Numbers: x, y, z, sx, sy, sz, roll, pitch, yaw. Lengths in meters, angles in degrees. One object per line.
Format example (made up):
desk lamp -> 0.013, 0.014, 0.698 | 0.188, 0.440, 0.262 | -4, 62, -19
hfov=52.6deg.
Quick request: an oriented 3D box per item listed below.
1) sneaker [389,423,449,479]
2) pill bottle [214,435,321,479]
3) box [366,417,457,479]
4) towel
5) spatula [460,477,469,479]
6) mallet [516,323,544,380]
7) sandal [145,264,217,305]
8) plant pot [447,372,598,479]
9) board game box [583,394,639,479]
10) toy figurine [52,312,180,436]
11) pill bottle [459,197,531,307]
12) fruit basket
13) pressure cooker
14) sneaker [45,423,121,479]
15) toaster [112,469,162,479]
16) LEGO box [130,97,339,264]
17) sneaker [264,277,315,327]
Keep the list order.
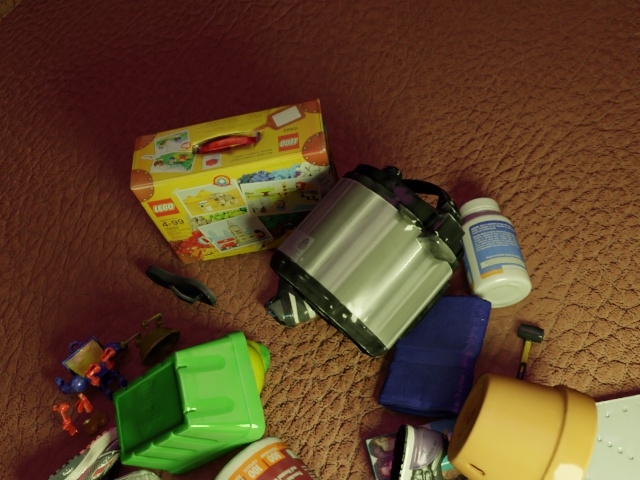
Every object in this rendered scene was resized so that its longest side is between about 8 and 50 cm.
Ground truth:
sneaker -> 0.210, 0.543, 1.375 | 0.124, 0.107, 0.283 | 12, 88, -5
pill bottle -> -0.037, 0.615, 1.332 | 0.392, 0.224, 0.224 | 36, 69, 29
box -> 0.234, 0.479, 1.477 | 0.244, 0.060, 0.100 | -15, 55, -1
towel -> 0.283, 0.278, 1.565 | 0.228, 0.076, 0.308 | -2, 54, 39
spatula -> 0.361, 0.525, 1.436 | 0.297, 0.030, 0.084 | -21, 57, -9
mallet -> 0.505, 0.294, 1.575 | 0.062, 0.039, 0.189 | 6, 61, 18
sandal -> -0.391, 0.140, 1.808 | 0.255, 0.097, 0.054 | 15, 58, 31
plant pot -> 0.389, 0.399, 1.303 | 0.204, 0.291, 0.290 | 26, 63, 6
board game box -> 0.744, 0.518, 1.366 | 0.390, 0.050, 0.389 | -11, 54, 3
toy figurine -> -0.575, 0.294, 1.679 | 0.217, 0.191, 0.362 | 30, 64, 32
pill bottle -> 0.443, 0.026, 1.695 | 0.153, 0.152, 0.271 | -8, 55, 5
fruit basket -> -0.251, 0.367, 1.523 | 0.392, 0.392, 0.282 | -16, 67, -1
pressure cooker -> 0.135, 0.022, 1.555 | 0.370, 0.375, 0.420 | 39, 83, 19
sneaker -> -0.524, 0.534, 1.557 | 0.299, 0.121, 0.112 | -40, 88, -18
toaster -> -0.437, 0.623, 1.460 | 0.227, 0.129, 0.146 | -23, 51, -3
LEGO box -> -0.202, -0.147, 1.780 | 0.501, 0.372, 0.193 | -11, 54, 7
sneaker -> -0.107, 0.135, 1.761 | 0.121, 0.079, 0.216 | -22, 56, -7
